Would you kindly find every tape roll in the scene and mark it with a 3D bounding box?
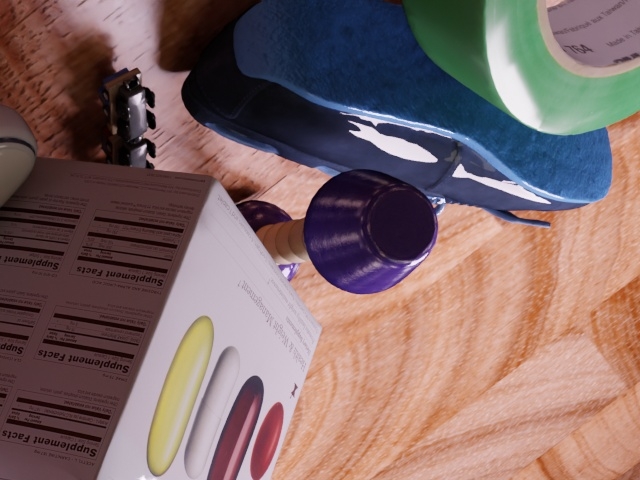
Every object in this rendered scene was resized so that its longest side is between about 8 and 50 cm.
[{"bbox_3d":[0.187,-0.220,1.021,0.321,0.077,0.321,-31,143,-28],"label":"tape roll"}]

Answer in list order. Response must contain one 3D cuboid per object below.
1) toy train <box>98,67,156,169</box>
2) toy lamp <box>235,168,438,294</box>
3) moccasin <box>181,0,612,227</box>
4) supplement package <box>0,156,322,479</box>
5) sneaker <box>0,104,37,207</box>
[{"bbox_3d":[-0.121,-0.057,1.062,0.027,0.036,0.158,-29,155,-22],"label":"toy train"},{"bbox_3d":[0.000,0.000,1.101,0.080,0.080,0.274,-26,-176,-19],"label":"toy lamp"},{"bbox_3d":[0.056,-0.092,1.135,0.342,0.138,0.117,19,150,-39],"label":"moccasin"},{"bbox_3d":[-0.122,0.088,1.036,0.194,0.149,0.203,55,48,-53],"label":"supplement package"},{"bbox_3d":[-0.259,0.026,0.972,0.258,0.091,0.094,-37,154,4],"label":"sneaker"}]
